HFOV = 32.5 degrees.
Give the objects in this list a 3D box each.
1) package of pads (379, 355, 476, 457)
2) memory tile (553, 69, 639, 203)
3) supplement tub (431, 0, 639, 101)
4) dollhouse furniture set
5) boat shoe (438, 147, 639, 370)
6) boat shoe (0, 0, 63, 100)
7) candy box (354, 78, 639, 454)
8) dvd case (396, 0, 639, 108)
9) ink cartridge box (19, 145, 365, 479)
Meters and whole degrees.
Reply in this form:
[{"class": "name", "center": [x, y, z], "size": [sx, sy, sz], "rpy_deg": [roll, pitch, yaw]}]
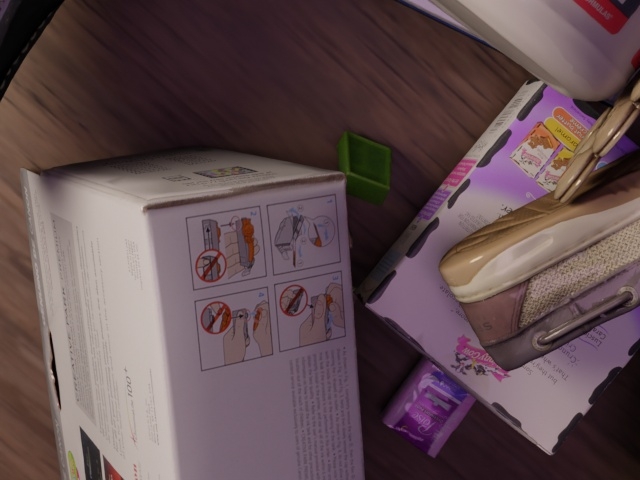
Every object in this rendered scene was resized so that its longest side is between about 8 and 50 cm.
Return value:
[{"class": "package of pads", "center": [0.086, 0.112, 0.806], "size": [0.050, 0.032, 0.083], "rpy_deg": [34, 101, -3]}, {"class": "memory tile", "center": [0.186, -0.090, 0.628], "size": [0.012, 0.113, 0.148], "rpy_deg": [38, 124, 5]}, {"class": "supplement tub", "center": [0.167, -0.234, 0.617], "size": [0.191, 0.191, 0.272], "rpy_deg": [36, 100, -6]}, {"class": "dollhouse furniture set", "center": [0.000, 0.000, 0.789], "size": [0.076, 0.058, 0.152], "rpy_deg": [20, 122, -10]}, {"class": "boat shoe", "center": [0.216, -0.008, 0.670], "size": [0.285, 0.103, 0.092], "rpy_deg": [-24, 101, -1]}, {"class": "boat shoe", "center": [-0.113, -0.237, 0.640], "size": [0.156, 0.187, 0.500], "rpy_deg": [29, 87, -12]}, {"class": "candy box", "center": [0.148, 0.015, 0.747], "size": [0.165, 0.070, 0.196], "rpy_deg": [40, 90, -7]}, {"class": "dvd case", "center": [0.135, -0.220, 0.733], "size": [0.238, 0.029, 0.179], "rpy_deg": [26, 102, -5]}, {"class": "ink cartridge box", "center": [-0.091, 0.099, 0.735], "size": [0.130, 0.272, 0.309], "rpy_deg": [-11, 104, -28]}]
